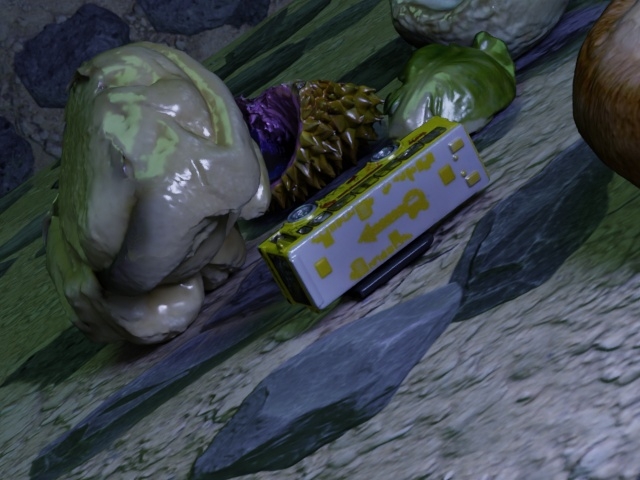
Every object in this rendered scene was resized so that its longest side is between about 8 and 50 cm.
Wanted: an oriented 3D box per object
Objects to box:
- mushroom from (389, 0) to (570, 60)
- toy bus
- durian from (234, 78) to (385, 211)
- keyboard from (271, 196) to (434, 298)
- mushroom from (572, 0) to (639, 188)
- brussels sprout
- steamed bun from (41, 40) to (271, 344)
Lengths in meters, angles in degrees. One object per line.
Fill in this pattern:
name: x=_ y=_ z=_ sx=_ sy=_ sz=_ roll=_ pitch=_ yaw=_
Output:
mushroom: x=0.181 y=-0.288 z=2.126 sx=0.267 sy=0.189 sz=0.164 roll=20 pitch=81 yaw=41
toy bus: x=0.052 y=-0.025 z=1.657 sx=0.226 sy=0.081 sz=0.074 roll=-35 pitch=24 yaw=-19
durian: x=-0.020 y=-0.124 z=2.142 sx=0.186 sy=0.154 sz=0.260 roll=-16 pitch=4 yaw=-21
keyboard: x=0.007 y=0.011 z=1.812 sx=0.103 sy=0.041 sz=0.381 roll=-37 pitch=20 yaw=-13
mushroom: x=0.337 y=-0.156 z=1.258 sx=0.345 sy=0.239 sz=0.345 roll=-14 pitch=6 yaw=2
brussels sprout: x=0.141 y=-0.161 z=1.957 sx=0.139 sy=0.100 sz=0.181 roll=4 pitch=25 yaw=38
steamed bun: x=-0.177 y=-0.048 z=1.954 sx=0.372 sy=0.230 sz=0.325 roll=120 pitch=151 yaw=-53
